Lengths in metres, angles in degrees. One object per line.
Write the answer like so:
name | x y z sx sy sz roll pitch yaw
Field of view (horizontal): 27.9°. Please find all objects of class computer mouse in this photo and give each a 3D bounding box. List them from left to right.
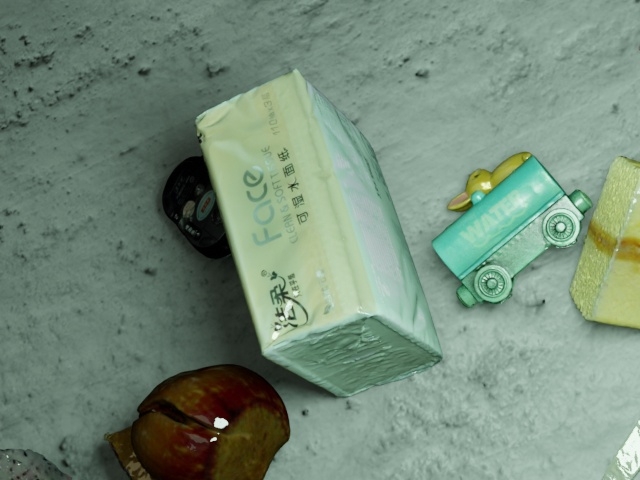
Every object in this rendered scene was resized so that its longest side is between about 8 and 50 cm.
computer mouse | -0.171 -0.053 2.142 0.137 0.096 0.233 -54 43 6

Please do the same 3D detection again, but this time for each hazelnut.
hazelnut | -0.169 0.295 1.963 0.218 0.233 0.218 19 117 41

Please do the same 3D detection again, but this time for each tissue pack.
tissue pack | 0.000 0.000 1.941 0.205 0.332 0.405 -25 64 14

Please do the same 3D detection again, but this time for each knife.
knife | 0.475 0.263 1.850 0.047 0.017 0.298 32 83 20

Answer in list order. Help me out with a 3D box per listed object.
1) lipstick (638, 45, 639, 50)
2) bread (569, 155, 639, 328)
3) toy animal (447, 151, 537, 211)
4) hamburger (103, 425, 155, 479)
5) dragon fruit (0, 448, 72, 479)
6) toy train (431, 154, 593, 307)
lipstick | 0.628 -0.233 1.967 0.312 0.051 0.051 36 87 28
bread | 0.488 0.014 1.877 0.178 0.135 0.240 12 108 -7
toy animal | 0.269 -0.088 2.024 0.159 0.083 0.070 -19 57 21
hamburger | -0.264 0.345 2.038 0.102 0.087 0.176 -42 60 2
dragon fruit | -0.496 0.480 2.017 0.283 0.204 0.221 38 114 11
toy train | 0.284 -0.013 1.949 0.248 0.101 0.159 -42 81 12
